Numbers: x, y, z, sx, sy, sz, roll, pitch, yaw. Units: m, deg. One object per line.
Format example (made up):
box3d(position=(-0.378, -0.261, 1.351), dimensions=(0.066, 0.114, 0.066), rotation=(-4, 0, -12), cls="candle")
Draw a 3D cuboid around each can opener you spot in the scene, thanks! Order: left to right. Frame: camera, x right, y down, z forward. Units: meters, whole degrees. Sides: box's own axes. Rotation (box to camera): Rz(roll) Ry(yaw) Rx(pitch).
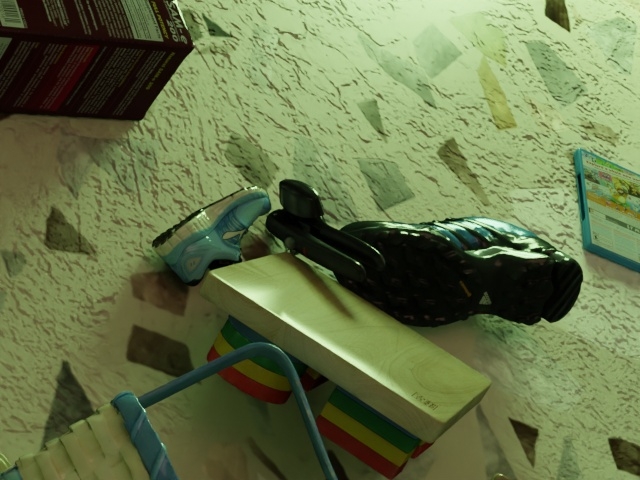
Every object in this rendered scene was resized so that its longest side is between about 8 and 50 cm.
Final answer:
box3d(position=(0.000, 0.000, 1.761), dimensions=(0.059, 0.073, 0.186), rotation=(-31, 37, -15), cls="can opener")

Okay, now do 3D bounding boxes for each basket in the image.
box3d(position=(-0.117, 0.236, 1.397), dimensions=(0.289, 0.201, 0.255), rotation=(-20, 67, -12), cls="basket")

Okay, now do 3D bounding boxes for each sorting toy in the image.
box3d(position=(0.015, 0.123, 1.638), dimensions=(0.255, 0.089, 0.257), rotation=(32, 12, 11), cls="sorting toy")

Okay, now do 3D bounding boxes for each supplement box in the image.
box3d(position=(-0.264, -0.192, 1.719), dimensions=(0.239, 0.130, 0.073), rotation=(2, 55, -38), cls="supplement box")

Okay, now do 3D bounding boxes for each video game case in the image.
box3d(position=(0.382, -0.035, 2.177), dimensions=(0.119, 0.015, 0.166), rotation=(21, 46, -22), cls="video game case")

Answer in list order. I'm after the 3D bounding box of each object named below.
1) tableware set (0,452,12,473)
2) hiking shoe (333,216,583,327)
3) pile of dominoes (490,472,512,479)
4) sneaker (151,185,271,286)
box3d(position=(-0.340, 0.201, 1.415), dimensions=(0.141, 0.020, 0.168), rotation=(44, 41, 2), cls="tableware set")
box3d(position=(0.137, 0.028, 1.891), dimensions=(0.304, 0.113, 0.132), rotation=(10, 20, -24), cls="hiking shoe")
box3d(position=(0.178, 0.368, 1.541), dimensions=(0.196, 0.040, 0.251), rotation=(33, 86, -12), cls="pile of dominoes")
box3d(position=(-0.105, -0.001, 1.751), dimensions=(0.162, 0.063, 0.073), rotation=(-35, 99, -44), cls="sneaker")
